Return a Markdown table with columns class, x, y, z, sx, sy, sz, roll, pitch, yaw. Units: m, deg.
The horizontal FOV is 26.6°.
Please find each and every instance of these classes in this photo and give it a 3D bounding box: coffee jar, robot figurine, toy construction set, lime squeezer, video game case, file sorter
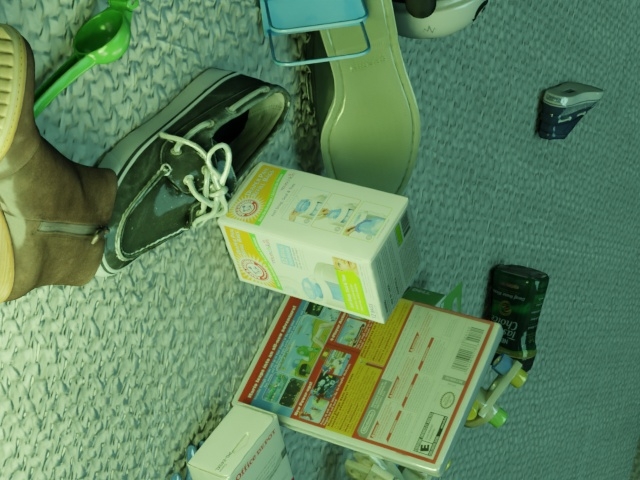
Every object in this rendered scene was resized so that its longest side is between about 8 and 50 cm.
| class | x | y | z | sx | sy | sz | roll | pitch | yaw |
| --- | --- | --- | --- | --- | --- | --- | --- | --- | --- |
| coffee jar | 0.342 | 0.140 | 2.393 | 0.079 | 0.096 | 0.184 | -13 | 113 | -57 |
| robot figurine | 0.126 | -0.382 | 1.653 | 0.209 | 0.173 | 0.278 | -34 | 134 | -29 |
| toy construction set | 0.161 | 0.303 | 2.031 | 0.328 | 0.151 | 0.215 | -40 | -179 | -34 |
| lime squeezer | -0.216 | -0.231 | 1.232 | 0.110 | 0.059 | 0.310 | 12 | 94 | -33 |
| video game case | 0.056 | 0.156 | 1.653 | 0.204 | 0.285 | 0.025 | -63 | 151 | -23 |
| file sorter | -0.008 | -0.288 | 1.464 | 0.104 | 0.118 | 0.170 | -103 | -175 | -56 |

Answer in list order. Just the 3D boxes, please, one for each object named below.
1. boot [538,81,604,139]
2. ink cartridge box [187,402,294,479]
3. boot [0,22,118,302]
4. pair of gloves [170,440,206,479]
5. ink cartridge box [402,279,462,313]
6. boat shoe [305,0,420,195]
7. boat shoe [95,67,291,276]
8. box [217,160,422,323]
| class | x | y | z | sx | sy | sz | roll | pitch | yaw |
| --- | --- | --- | --- | --- | --- | --- | --- | --- | --- |
| boot | 0.452 | -0.236 | 2.470 | 0.190 | 0.069 | 0.086 | -16 | 124 | -50 |
| ink cartridge box | -0.091 | 0.286 | 1.629 | 0.109 | 0.063 | 0.150 | -50 | 142 | -36 |
| boot | -0.253 | -0.065 | 1.189 | 0.207 | 0.090 | 0.248 | -8 | 117 | -61 |
| pair of gloves | -0.134 | 0.323 | 1.663 | 0.198 | 0.023 | 0.159 | 14 | 92 | -62 |
| ink cartridge box | 0.143 | 0.142 | 2.055 | 0.209 | 0.062 | 0.109 | -40 | 137 | -49 |
| boat shoe | 0.042 | -0.198 | 1.658 | 0.113 | 0.127 | 0.340 | -106 | -178 | -58 |
| boat shoe | -0.132 | -0.068 | 1.390 | 0.306 | 0.105 | 0.113 | -48 | 142 | -42 |
| box | 0.000 | 0.000 | 1.564 | 0.103 | 0.203 | 0.114 | -57 | 149 | -32 |
